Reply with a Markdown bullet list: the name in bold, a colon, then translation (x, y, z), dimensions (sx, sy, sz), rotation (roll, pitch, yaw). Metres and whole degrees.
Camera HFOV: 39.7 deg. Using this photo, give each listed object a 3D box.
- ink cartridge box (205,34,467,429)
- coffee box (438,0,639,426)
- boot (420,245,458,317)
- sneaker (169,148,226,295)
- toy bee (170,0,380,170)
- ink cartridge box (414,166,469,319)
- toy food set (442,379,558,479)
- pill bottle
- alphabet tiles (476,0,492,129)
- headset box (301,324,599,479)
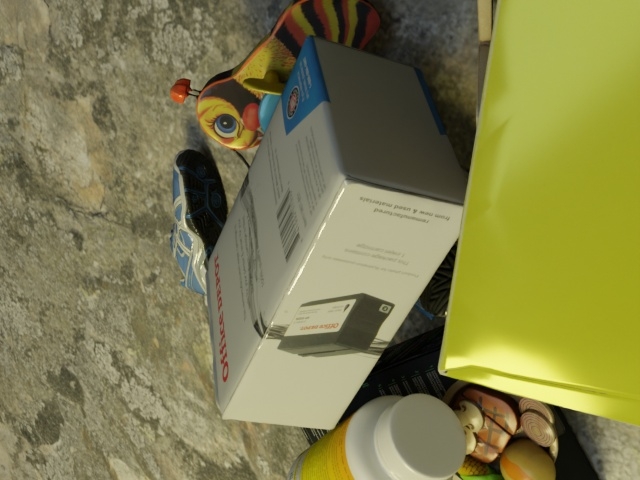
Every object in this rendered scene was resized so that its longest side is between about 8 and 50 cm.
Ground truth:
- **ink cartridge box**: translation (0.000, 0.000, 0.856), dimensions (0.223, 0.129, 0.307), rotation (-102, 32, -47)
- **coffee box**: translation (0.294, -0.089, 0.572), dimensions (0.338, 0.334, 0.338), rotation (13, 117, 17)
- **boot**: translation (0.225, 0.060, 0.858), dimensions (0.189, 0.208, 0.076), rotation (-10, 68, 61)
- **sneaker**: translation (-0.173, -0.018, 1.196), dimensions (0.081, 0.080, 0.211), rotation (4, 109, 34)
- **toy bee**: translation (-0.072, -0.157, 0.960), dimensions (0.162, 0.195, 0.298), rotation (28, 87, -12)
- **ink cartridge box**: translation (0.133, -0.008, 0.948), dimensions (0.092, 0.090, 0.143), rotation (40, 128, 19)
- **toy food set**: translation (0.173, 0.191, 0.864), dimensions (0.132, 0.038, 0.192), rotation (32, 122, 22)
- **pill bottle**: translation (0.055, 0.232, 0.897), dimensions (0.117, 0.117, 0.215), rotation (51, 141, 10)
- **alphabet tiles**: translation (0.133, -0.201, 0.709), dimensions (0.011, 0.285, 0.343), rotation (1, 67, 11)
- **headset box**: translation (0.144, 0.233, 1.014), dimensions (0.283, 0.131, 0.246), rotation (-31, 88, 42)
